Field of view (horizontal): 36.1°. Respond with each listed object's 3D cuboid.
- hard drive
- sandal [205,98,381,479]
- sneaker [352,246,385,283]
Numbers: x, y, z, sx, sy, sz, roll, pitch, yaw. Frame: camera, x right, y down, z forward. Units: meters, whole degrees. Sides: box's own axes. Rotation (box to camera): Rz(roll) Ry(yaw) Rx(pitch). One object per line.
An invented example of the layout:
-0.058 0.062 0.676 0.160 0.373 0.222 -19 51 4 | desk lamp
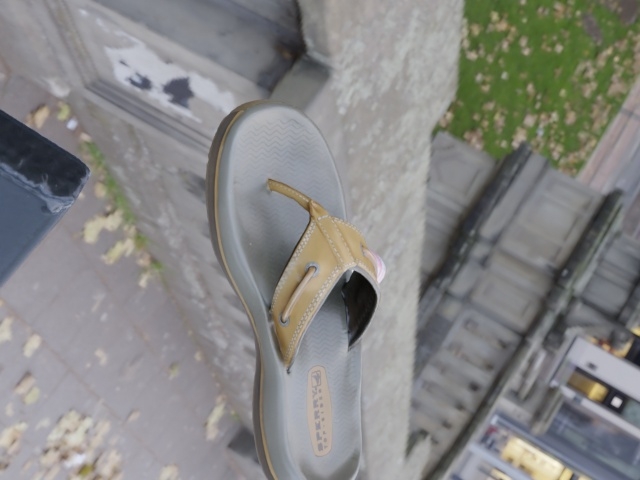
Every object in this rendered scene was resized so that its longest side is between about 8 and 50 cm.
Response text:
-0.152 -0.014 0.355 0.135 0.094 0.022 -36 -152 47 | hard drive
-0.002 0.028 0.423 0.072 0.049 0.180 -12 96 -43 | sandal
0.000 0.000 0.995 0.070 0.134 0.051 21 100 -56 | sneaker
